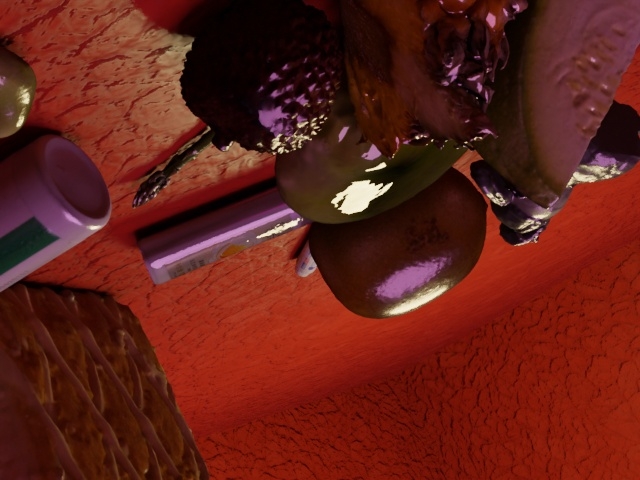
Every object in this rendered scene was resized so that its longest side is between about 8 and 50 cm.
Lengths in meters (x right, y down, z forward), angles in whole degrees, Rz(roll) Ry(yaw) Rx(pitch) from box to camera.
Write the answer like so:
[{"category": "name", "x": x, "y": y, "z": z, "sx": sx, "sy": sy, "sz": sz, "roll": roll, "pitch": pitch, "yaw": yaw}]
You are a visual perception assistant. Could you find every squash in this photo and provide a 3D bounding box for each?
[{"category": "squash", "x": 0.223, "y": -0.196, "z": 0.754, "sx": 0.111, "sy": 0.203, "sz": 0.288, "roll": 30, "pitch": 122, "yaw": -16}]

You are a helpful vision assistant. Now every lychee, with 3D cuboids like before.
[{"category": "lychee", "x": -0.041, "y": -0.125, "z": 0.725, "sx": 0.129, "sy": 0.123, "sz": 0.123, "roll": -34, "pitch": 164, "yaw": 3}]

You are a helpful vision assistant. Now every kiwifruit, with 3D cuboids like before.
[{"category": "kiwifruit", "x": 0.105, "y": -0.007, "z": 1.212, "sx": 0.234, "sy": 0.196, "sz": 0.196, "roll": -25, "pitch": 165, "yaw": 3}]

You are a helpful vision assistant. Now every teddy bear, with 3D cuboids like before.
[{"category": "teddy bear", "x": 0.295, "y": -0.112, "z": 1.279, "sx": 0.171, "sy": 0.144, "sz": 0.251, "roll": 20, "pitch": 137, "yaw": -40}]

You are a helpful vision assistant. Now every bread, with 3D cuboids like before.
[{"category": "bread", "x": -0.335, "y": 0.264, "z": 1.093, "sx": 0.279, "sy": 0.390, "sz": 0.371, "roll": -33, "pitch": 165, "yaw": 13}]

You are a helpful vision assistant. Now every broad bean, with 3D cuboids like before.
[{"category": "broad bean", "x": 0.058, "y": -0.108, "z": 0.932, "sx": 0.238, "sy": 0.119, "sz": 0.291, "roll": -38, "pitch": 165, "yaw": 10}, {"category": "broad bean", "x": -0.227, "y": -0.105, "z": 0.648, "sx": 0.063, "sy": 0.045, "sz": 0.083, "roll": -11, "pitch": 155, "yaw": -6}]

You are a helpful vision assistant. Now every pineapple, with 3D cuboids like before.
[{"category": "pineapple", "x": 0.108, "y": -0.154, "z": 0.680, "sx": 0.140, "sy": 0.164, "sz": 0.249, "roll": -24, "pitch": 134, "yaw": -18}]

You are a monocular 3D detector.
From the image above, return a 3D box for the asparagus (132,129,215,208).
[{"category": "asparagus", "x": -0.107, "y": -0.096, "z": 0.899, "sx": 0.233, "sy": 0.022, "sz": 0.023, "roll": -36, "pitch": -154, "yaw": 29}]

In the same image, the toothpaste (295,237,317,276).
[{"category": "toothpaste", "x": 0.000, "y": 0.000, "z": 1.378, "sx": 0.052, "sy": 0.033, "sz": 0.218, "roll": -22, "pitch": 162, "yaw": -25}]

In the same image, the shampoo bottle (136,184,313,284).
[{"category": "shampoo bottle", "x": -0.101, "y": -0.015, "z": 1.115, "sx": 0.227, "sy": 0.055, "sz": 0.086, "roll": -22, "pitch": 166, "yaw": -10}]

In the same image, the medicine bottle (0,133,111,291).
[{"category": "medicine bottle", "x": -0.306, "y": 0.009, "z": 0.810, "sx": 0.260, "sy": 0.095, "sz": 0.095, "roll": -30, "pitch": 164, "yaw": 16}]
